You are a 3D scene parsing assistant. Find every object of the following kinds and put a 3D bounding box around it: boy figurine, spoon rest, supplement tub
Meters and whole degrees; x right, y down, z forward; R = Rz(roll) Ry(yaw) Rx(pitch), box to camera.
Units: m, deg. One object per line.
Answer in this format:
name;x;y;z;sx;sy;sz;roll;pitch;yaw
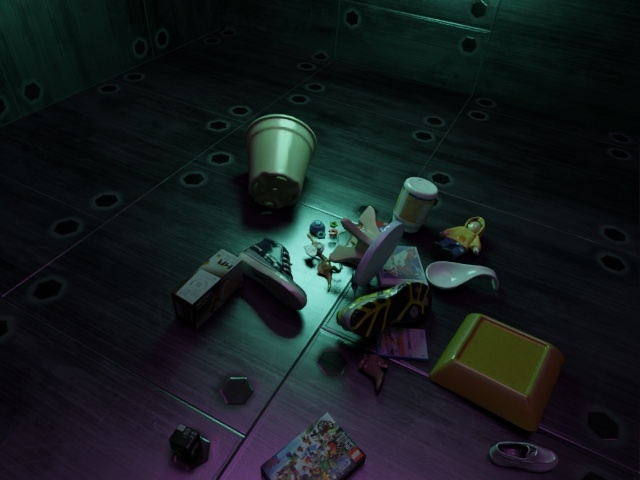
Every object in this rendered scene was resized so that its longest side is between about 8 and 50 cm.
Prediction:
boy figurine;0.582;-0.001;1.903;0.285;0.092;0.177;-30;50;-28
spoon rest;0.534;0.133;1.755;0.277;0.084;0.137;4;42;-2
supplement tub;0.389;-0.147;1.946;0.145;0.199;0.144;12;36;-9

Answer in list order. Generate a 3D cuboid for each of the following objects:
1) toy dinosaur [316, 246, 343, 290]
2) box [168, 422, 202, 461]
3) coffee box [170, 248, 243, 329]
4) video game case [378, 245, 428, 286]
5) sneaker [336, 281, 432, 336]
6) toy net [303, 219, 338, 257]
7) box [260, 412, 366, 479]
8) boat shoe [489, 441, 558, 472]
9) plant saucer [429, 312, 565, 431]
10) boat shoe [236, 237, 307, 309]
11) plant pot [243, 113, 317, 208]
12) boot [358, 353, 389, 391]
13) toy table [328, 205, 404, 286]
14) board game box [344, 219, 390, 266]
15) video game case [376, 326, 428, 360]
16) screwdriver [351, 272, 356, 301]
toy dinosaur;0.035;0.109;1.768;0.093;0.053;0.183;-13;63;-8
box;-0.354;0.532;1.229;0.062;0.083;0.052;18;43;15
coffee box;-0.379;0.163;1.592;0.098;0.141;0.246;25;45;21
video game case;0.302;0.097;1.793;0.184;0.023;0.201;3;45;-11
sneaker;0.222;0.218;1.586;0.385;0.145;0.147;-7;3;-34
toy net;0.000;0.000;1.882;0.122;0.045;0.232;11;44;4
box;-0.017;0.588;1.229;0.233;0.044;0.159;-29;52;-32
boat shoe;0.560;0.582;1.276;0.184;0.063;0.066;9;42;5
plant saucer;0.564;0.375;1.467;0.333;0.080;0.333;24;45;28
boat shoe;-0.141;0.105;1.685;0.341;0.127;0.158;33;57;28
plant pot;-0.187;-0.321;2.048;0.334;0.333;0.305;3;54;-2
boot;0.160;0.407;1.454;0.087;0.042;0.118;13;41;18
toy table;0.162;0.013;1.705;0.161;0.252;0.274;34;69;26
board game box;0.191;0.005;1.904;0.145;0.027;0.281;17;44;15
video game case;0.269;0.340;1.551;0.167;0.015;0.119;5;43;0
screwdriver;0.125;0.188;1.709;0.024;0.025;0.169;5;51;-1
